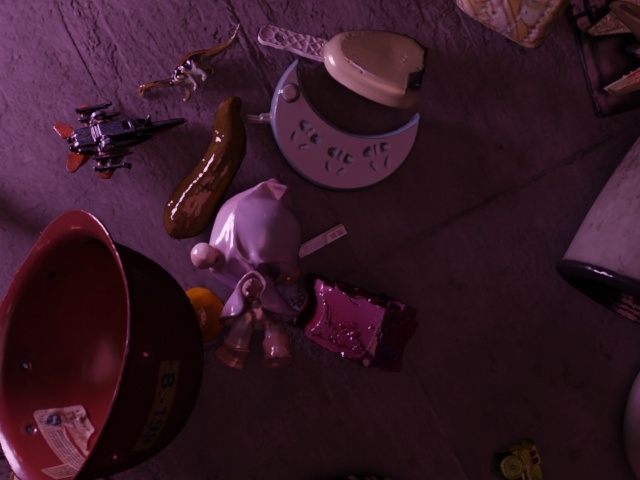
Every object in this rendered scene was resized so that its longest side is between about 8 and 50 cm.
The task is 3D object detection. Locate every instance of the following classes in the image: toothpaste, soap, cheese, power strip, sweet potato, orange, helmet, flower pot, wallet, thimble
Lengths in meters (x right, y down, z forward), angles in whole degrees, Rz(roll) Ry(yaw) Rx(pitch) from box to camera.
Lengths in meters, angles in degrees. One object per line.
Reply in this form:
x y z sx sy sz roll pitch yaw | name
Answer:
0.000 0.000 1.755 0.083 0.017 0.020 -28 96 -4 | toothpaste
0.052 0.114 1.654 0.162 0.250 0.099 23 89 -6 | soap
0.032 -0.273 1.700 0.251 0.054 0.127 15 52 -3 | cheese
0.015 -0.162 1.727 0.253 0.054 0.168 21 91 -9 | power strip
-0.162 -0.103 1.698 0.081 0.062 0.233 26 90 35 | sweet potato
-0.181 0.111 1.713 0.083 0.070 0.083 7 105 27 | orange
-0.281 0.159 1.609 0.230 0.337 0.385 11 99 -42 | helmet
0.547 -0.034 1.698 0.293 0.293 0.330 29 83 -8 | flower pot
0.500 -0.375 1.777 0.247 0.041 0.323 -18 102 -4 | wallet
0.304 -0.390 1.694 0.143 0.137 0.190 31 113 -3 | thimble

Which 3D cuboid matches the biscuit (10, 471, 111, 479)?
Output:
-0.391 0.425 1.726 0.181 0.049 0.208 18 90 -7 | biscuit

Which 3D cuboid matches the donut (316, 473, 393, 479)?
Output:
0.077 0.491 1.745 0.345 0.136 0.259 21 94 -9 | donut

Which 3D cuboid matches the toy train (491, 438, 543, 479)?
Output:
0.337 0.440 1.811 0.085 0.053 0.250 -19 96 -11 | toy train

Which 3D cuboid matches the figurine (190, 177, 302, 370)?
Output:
-0.091 0.049 1.668 0.200 0.133 0.276 13 70 -42 | figurine

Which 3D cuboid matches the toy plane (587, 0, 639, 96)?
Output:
0.525 -0.297 1.731 0.244 0.092 0.229 29 95 -15 | toy plane

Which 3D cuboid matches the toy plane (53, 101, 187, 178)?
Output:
-0.286 -0.158 1.687 0.189 0.061 0.130 -18 66 -8 | toy plane

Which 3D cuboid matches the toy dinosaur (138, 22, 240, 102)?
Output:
-0.182 -0.249 1.706 0.180 0.037 0.058 -34 102 -3 | toy dinosaur

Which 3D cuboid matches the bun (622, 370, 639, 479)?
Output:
0.617 0.293 1.767 0.293 0.187 0.293 0 92 -6 | bun
